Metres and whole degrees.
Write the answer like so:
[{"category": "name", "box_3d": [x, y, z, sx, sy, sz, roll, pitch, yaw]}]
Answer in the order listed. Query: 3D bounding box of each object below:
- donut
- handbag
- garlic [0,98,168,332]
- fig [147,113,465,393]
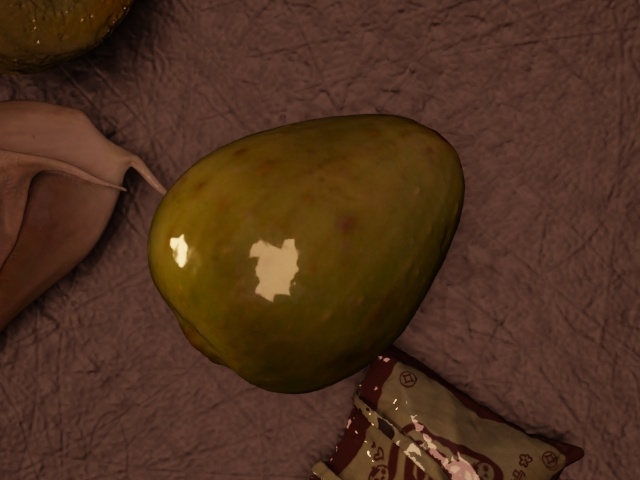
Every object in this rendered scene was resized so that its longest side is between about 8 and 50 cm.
[{"category": "donut", "box_3d": [-0.278, -0.293, 1.491, 0.272, 0.107, 0.272, -5, 98, -37]}, {"category": "handbag", "box_3d": [0.114, 0.248, 1.572, 0.235, 0.127, 0.213, 29, 92, 5]}, {"category": "garlic", "box_3d": [-0.340, -0.016, 1.551, 0.340, 0.231, 0.246, -33, 85, 8]}, {"category": "fig", "box_3d": [0.000, 0.000, 1.524, 0.326, 0.258, 0.258, -33, 87, -11]}]
